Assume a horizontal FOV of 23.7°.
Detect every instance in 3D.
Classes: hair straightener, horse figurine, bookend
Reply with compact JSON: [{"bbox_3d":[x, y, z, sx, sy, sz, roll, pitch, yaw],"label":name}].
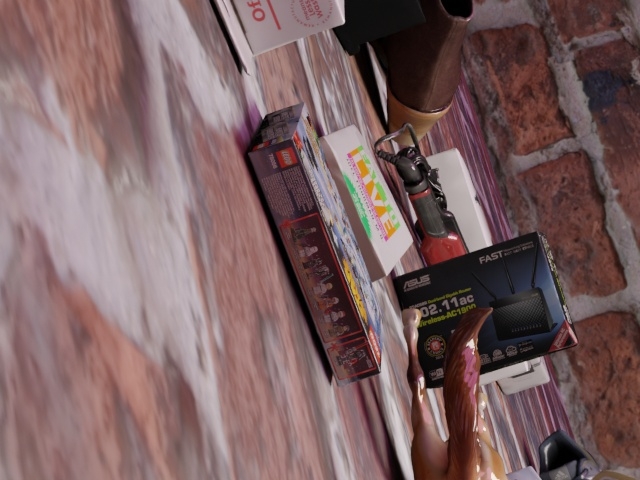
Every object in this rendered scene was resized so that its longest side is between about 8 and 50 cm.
[{"bbox_3d":[0.093,-0.036,1.426,0.230,0.047,0.089,54,20,-50],"label":"hair straightener"},{"bbox_3d":[0.097,0.153,0.969,0.263,0.066,0.174,72,9,-52],"label":"horse figurine"},{"bbox_3d":[0.070,-0.245,1.301,0.156,0.157,0.072,50,24,-64],"label":"bookend"}]

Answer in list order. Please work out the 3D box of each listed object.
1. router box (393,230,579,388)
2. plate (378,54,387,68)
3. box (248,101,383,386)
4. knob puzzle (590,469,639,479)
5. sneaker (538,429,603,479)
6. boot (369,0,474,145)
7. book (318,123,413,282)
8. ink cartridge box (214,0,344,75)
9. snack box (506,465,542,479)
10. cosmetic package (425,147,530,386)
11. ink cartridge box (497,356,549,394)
[{"bbox_3d":[0.128,0.054,1.178,0.038,0.122,0.092,18,54,-73],"label":"router box"},{"bbox_3d":[0.064,-0.255,1.694,0.188,0.024,0.188,-19,90,-81],"label":"plate"},{"bbox_3d":[0.000,0.000,0.831,0.094,0.027,0.137,-80,150,-74],"label":"box"},{"bbox_3d":[0.266,0.297,1.357,0.030,0.213,0.213,26,42,-47],"label":"knob puzzle"},{"bbox_3d":[0.304,0.332,1.802,0.121,0.111,0.300,58,8,-17],"label":"sneaker"},{"bbox_3d":[0.104,-0.238,1.474,0.207,0.090,0.248,110,-19,-54],"label":"boot"},{"bbox_3d":[0.022,-0.026,1.011,0.144,0.035,0.096,-45,112,-78],"label":"book"},{"bbox_3d":[-0.030,-0.179,0.890,0.181,0.061,0.104,-89,158,-62],"label":"ink cartridge box"},{"bbox_3d":[0.163,0.243,1.067,0.141,0.037,0.100,-125,-150,-46],"label":"snack box"},{"bbox_3d":[0.157,0.029,1.586,0.099,0.060,0.239,10,62,-78],"label":"cosmetic package"},{"bbox_3d":[0.218,0.104,1.795,0.180,0.060,0.104,54,21,-63],"label":"ink cartridge box"}]
